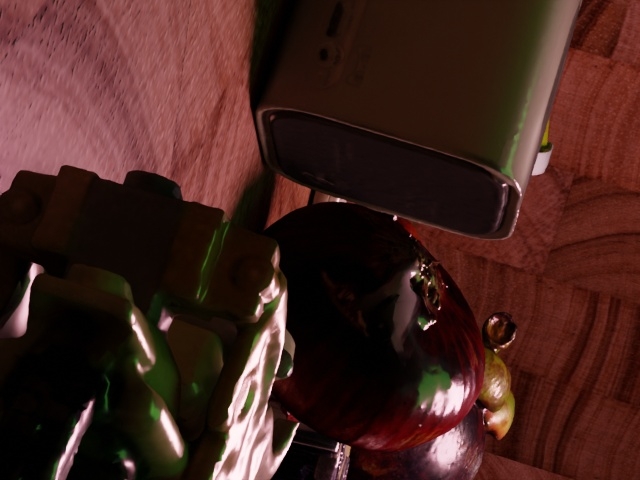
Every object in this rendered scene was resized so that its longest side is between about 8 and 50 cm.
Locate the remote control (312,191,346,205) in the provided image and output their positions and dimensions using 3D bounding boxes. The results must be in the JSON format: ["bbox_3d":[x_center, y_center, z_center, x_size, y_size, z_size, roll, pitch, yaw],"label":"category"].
[{"bbox_3d":[0.000,0.000,2.162,0.078,0.042,0.221,-66,172,-54],"label":"remote control"}]

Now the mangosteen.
[{"bbox_3d":[0.091,0.217,2.237,0.311,0.311,0.311,17,90,-84],"label":"mangosteen"}]

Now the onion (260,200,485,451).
[{"bbox_3d":[0.022,0.105,1.739,0.285,0.273,0.273,-47,-174,27],"label":"onion"}]

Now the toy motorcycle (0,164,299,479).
[{"bbox_3d":[-0.103,0.099,0.953,0.410,0.169,0.237,79,27,-77],"label":"toy motorcycle"}]

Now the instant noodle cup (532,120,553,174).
[{"bbox_3d":[0.172,-0.255,2.096,0.294,0.294,0.307,-43,143,-78],"label":"instant noodle cup"}]

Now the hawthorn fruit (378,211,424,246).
[{"bbox_3d":[0.070,0.044,2.371,0.194,0.157,0.157,75,32,-73],"label":"hawthorn fruit"}]

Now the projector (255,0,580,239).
[{"bbox_3d":[0.097,-0.168,1.606,0.248,0.249,0.249,82,26,-75],"label":"projector"}]

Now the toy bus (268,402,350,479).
[{"bbox_3d":[-0.025,0.180,1.960,0.305,0.143,0.179,83,22,-73],"label":"toy bus"}]
